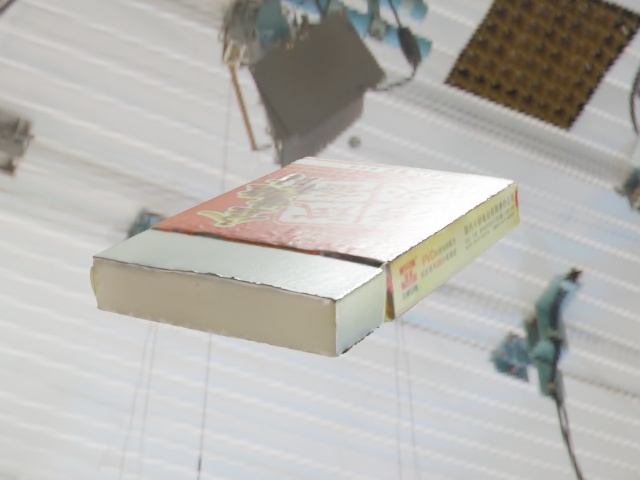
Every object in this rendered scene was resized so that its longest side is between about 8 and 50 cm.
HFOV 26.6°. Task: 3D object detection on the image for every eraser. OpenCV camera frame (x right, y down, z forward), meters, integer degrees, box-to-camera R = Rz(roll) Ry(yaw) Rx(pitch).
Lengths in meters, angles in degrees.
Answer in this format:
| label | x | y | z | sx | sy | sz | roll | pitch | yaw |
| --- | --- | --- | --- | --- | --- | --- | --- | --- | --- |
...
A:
| label | x | y | z | sx | sy | sz | roll | pitch | yaw |
| --- | --- | --- | --- | --- | --- | --- | --- | --- | --- |
| eraser | 0.000 | 0.000 | 0.787 | 0.157 | 0.230 | 0.038 | 9 | -68 | 29 |
